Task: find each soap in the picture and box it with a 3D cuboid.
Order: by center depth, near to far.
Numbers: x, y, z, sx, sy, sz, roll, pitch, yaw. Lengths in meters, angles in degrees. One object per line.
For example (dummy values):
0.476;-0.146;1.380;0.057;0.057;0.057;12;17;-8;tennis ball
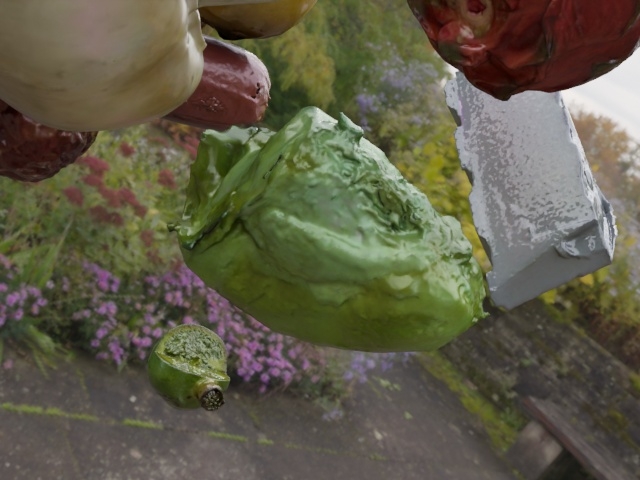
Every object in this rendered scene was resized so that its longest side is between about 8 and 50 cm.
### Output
0.256;-0.098;0.927;0.302;0.159;0.258;62;30;-7;soap

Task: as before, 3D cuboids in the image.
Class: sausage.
-0.213;-0.259;1.141;0.279;0.152;0.152;12;21;-20;sausage

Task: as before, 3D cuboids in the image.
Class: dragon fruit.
0.174;-0.230;0.550;0.241;0.241;0.252;40;29;19;dragon fruit

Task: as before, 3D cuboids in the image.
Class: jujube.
-0.478;-0.196;1.181;0.213;0.213;0.232;35;9;-6;jujube

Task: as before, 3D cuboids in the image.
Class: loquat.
-0.109;-0.414;1.064;0.235;0.235;0.235;34;12;-9;loquat

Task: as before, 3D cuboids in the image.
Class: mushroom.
-0.178;-0.268;0.626;0.353;0.325;0.353;20;55;-32;mushroom

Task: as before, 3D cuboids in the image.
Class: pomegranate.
-0.222;0.234;1.216;0.143;0.122;0.169;24;29;-45;pomegranate

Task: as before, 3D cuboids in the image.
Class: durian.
0.000;0.000;0.721;0.339;0.204;0.256;41;-22;-3;durian

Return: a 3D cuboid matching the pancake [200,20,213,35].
-0.324;-0.386;1.297;0.257;0.212;0.056;23;6;-23;pancake
